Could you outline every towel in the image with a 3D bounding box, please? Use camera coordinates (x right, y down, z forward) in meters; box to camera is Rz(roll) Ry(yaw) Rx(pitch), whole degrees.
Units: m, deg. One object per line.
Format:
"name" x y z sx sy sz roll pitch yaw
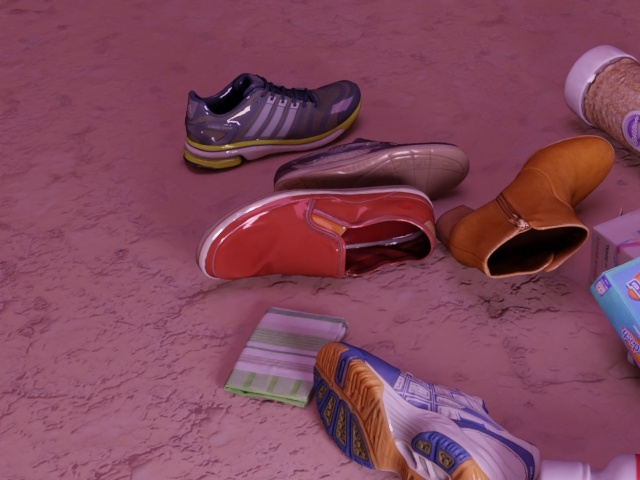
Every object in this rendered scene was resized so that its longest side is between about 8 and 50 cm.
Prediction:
"towel" -0.041 0.143 1.521 0.113 0.023 0.152 7 40 20

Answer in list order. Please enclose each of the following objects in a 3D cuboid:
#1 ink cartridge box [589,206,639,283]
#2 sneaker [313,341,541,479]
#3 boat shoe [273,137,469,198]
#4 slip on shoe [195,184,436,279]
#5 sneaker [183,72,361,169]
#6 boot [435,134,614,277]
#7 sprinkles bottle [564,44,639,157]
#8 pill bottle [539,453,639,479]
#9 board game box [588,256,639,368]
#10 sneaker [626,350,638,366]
"ink cartridge box" 0.409 0.030 1.561 0.090 0.092 0.143 -20 38 -20
"sneaker" 0.113 0.205 1.367 0.131 0.112 0.296 -10 34 -38
"boat shoe" 0.069 -0.104 1.779 0.285 0.103 0.092 -13 41 -1
"slip on shoe" 0.000 0.000 1.635 0.331 0.123 0.101 -8 40 -12
"sneaker" -0.073 -0.203 1.911 0.300 0.121 0.111 -19 38 -19
"boot" 0.306 -0.037 1.616 0.295 0.104 0.211 -27 21 -10
"sprinkles bottle" 0.503 -0.163 1.792 0.121 0.121 0.355 -19 38 -19
"pill bottle" 0.345 0.285 1.156 0.283 0.161 0.161 4 37 11
"board game box" 0.431 0.105 1.413 0.160 0.047 0.210 -21 69 -21
"sneaker" 0.430 0.126 1.468 0.118 0.042 0.067 -30 38 -20
